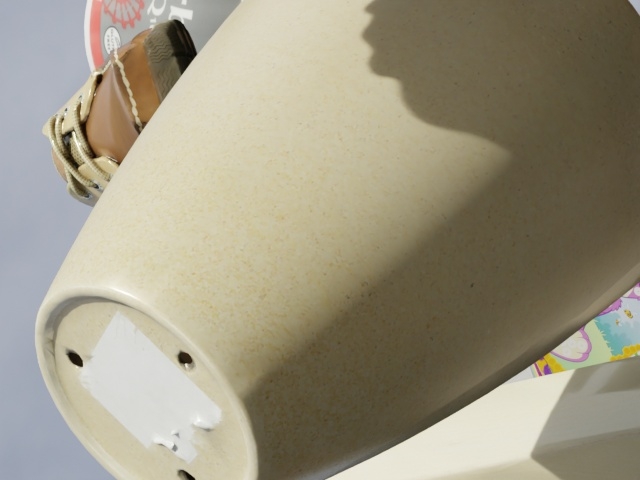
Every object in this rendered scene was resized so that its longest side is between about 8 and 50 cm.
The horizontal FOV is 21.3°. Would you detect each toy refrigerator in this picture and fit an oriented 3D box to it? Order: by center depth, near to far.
[{"bbox_3d":[0.091,0.159,1.070,0.094,0.269,0.102,-87,-19,-62],"label":"toy refrigerator"}]

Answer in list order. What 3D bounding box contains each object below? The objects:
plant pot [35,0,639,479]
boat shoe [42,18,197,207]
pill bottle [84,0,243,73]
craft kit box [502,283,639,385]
[{"bbox_3d":[0.000,0.000,0.819,0.274,0.256,0.256,-41,-53,-39],"label":"plant pot"},{"bbox_3d":[-0.132,-0.065,1.217,0.324,0.120,0.122,106,147,-80],"label":"boat shoe"},{"bbox_3d":[-0.021,-0.172,1.410,0.210,0.363,0.210,-6,-80,-38],"label":"pill bottle"},{"bbox_3d":[0.168,0.000,1.204,0.246,0.061,0.250,-35,-100,-24],"label":"craft kit box"}]
